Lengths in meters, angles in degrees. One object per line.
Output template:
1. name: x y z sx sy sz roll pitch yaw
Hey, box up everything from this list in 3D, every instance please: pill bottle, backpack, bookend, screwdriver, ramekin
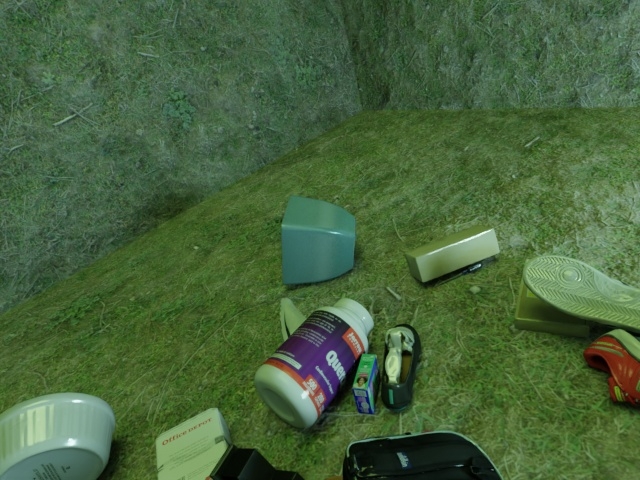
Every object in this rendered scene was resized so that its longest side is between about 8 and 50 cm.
1. pill bottle: -0.001 0.294 1.073 0.181 0.181 0.323 11 40 40
2. backpack: 0.179 0.445 0.704 0.253 0.191 0.225 -8 27 -10
3. bookend: -0.101 0.470 0.805 0.157 0.156 0.072 -24 20 42
4. screwdriver: 0.433 0.109 1.331 0.170 0.024 0.025 -25 0 -1
5. ramekin: -0.628 0.496 0.991 0.273 0.273 0.127 -25 43 -13

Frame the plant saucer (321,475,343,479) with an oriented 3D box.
1. plant saucer: 0.030 0.537 0.793 0.200 0.037 0.200 -13 30 8

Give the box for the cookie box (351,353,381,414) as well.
1. cookie box: 0.113 0.344 1.020 0.040 0.092 0.107 -1 33 21

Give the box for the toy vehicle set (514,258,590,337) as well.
1. toy vehicle set: 0.631 0.145 1.143 0.166 0.035 0.267 3 35 31

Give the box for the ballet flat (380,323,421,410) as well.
1. ballet flat: 0.202 0.287 1.065 0.095 0.096 0.280 -7 31 18

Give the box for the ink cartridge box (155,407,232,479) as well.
1. ink cartridge box: -0.272 0.509 0.942 0.158 0.092 0.218 -24 32 -12

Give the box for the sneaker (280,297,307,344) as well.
1. sneaker: -0.076 0.259 1.288 0.095 0.090 0.235 -7 32 -8

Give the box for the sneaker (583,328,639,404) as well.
1. sneaker: 0.646 0.300 0.840 0.118 0.107 0.279 -32 24 6

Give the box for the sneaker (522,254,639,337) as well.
1. sneaker: 0.660 0.144 0.998 0.350 0.148 0.131 26 87 30

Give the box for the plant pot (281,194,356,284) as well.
1. plant pot: 0.000 0.000 1.525 0.252 0.248 0.247 3 31 3

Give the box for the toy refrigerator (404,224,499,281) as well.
1. toy refrigerator: 0.421 0.042 1.357 0.269 0.094 0.102 -20 11 -6
